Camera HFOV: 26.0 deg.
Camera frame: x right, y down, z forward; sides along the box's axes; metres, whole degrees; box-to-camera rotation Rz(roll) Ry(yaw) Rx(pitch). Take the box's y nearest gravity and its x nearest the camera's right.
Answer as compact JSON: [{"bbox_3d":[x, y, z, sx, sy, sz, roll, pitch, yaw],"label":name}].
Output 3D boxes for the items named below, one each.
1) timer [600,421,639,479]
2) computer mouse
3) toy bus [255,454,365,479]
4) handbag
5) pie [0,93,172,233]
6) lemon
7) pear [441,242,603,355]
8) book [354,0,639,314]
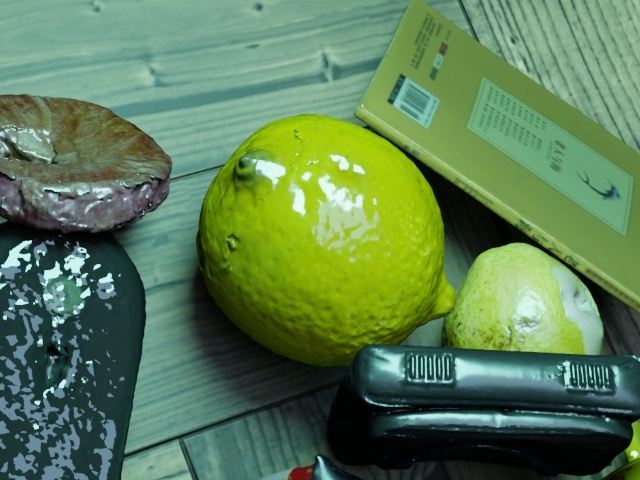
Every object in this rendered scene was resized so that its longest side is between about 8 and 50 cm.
[{"bbox_3d":[0.383,0.348,1.312,0.376,0.376,0.387,60,21,7],"label":"timer"},{"bbox_3d":[-0.253,0.133,1.237,0.183,0.116,0.323,13,71,-19],"label":"computer mouse"},{"bbox_3d":[-0.005,0.353,1.226,0.127,0.147,0.302,28,57,-40],"label":"toy bus"},{"bbox_3d":[0.149,0.167,1.286,0.275,0.244,0.088,1,69,-6],"label":"handbag"},{"bbox_3d":[-0.242,-0.077,1.288,0.204,0.054,0.219,-11,36,-43],"label":"pie"},{"bbox_3d":[0.006,0.006,1.320,0.253,0.228,0.228,45,62,-9],"label":"lemon"},{"bbox_3d":[0.205,0.088,1.405,0.178,0.178,0.178,7,69,-19],"label":"pear"},{"bbox_3d":[0.226,-0.095,1.493,0.389,0.032,0.269,35,37,-6],"label":"book"}]
